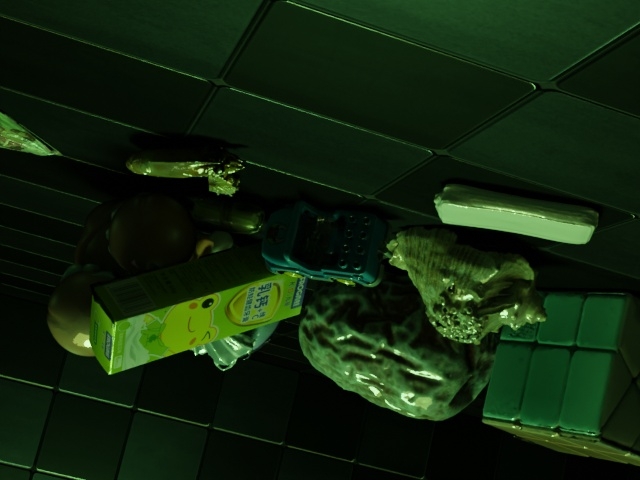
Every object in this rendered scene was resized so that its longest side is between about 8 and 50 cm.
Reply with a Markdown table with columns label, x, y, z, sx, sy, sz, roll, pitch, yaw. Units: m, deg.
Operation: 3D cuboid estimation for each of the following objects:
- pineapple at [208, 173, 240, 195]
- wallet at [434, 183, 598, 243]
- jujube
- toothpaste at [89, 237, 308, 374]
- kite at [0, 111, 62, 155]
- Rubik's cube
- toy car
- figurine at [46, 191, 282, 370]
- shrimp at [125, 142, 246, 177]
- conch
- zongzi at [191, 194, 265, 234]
| label | x | y | z | sx | sy | sz | roll | pitch | yaw |
| --- | --- | --- | --- | --- | --- | --- | --- | --- | --- |
| pineapple | -0.130 | -0.078 | 1.496 | 0.045 | 0.019 | 0.083 | 17 | 164 | -4 |
| wallet | 0.227 | -0.030 | 1.309 | 0.190 | 0.033 | 0.095 | 11 | 166 | 8 |
| jujube | 0.119 | 0.157 | 1.798 | 0.317 | 0.226 | 0.226 | 23 | 172 | 24 |
| toothpaste | -0.170 | 0.086 | 1.590 | 0.327 | 0.110 | 0.077 | -15 | -133 | -31 |
| kite | -0.480 | -0.157 | 1.528 | 0.267 | 0.013 | 0.323 | 20 | 165 | -29 |
| Rubik's cube | 0.417 | 0.211 | 1.722 | 0.221 | 0.231 | 0.224 | 24 | 165 | -38 |
| toy car | 0.000 | 0.000 | 1.522 | 0.191 | 0.097 | 0.100 | 6 | 166 | 28 |
| figurine | -0.233 | 0.067 | 1.750 | 0.388 | 0.277 | 0.248 | 30 | -167 | -43 |
| shrimp | -0.166 | -0.100 | 1.405 | 0.190 | 0.042 | 0.101 | 2 | -176 | 39 |
| conch | 0.199 | 0.053 | 1.546 | 0.245 | 0.163 | 0.178 | 27 | 138 | 15 |
| zongzi | -0.122 | -0.034 | 1.619 | 0.104 | 0.052 | 0.113 | 13 | 177 | 11 |
